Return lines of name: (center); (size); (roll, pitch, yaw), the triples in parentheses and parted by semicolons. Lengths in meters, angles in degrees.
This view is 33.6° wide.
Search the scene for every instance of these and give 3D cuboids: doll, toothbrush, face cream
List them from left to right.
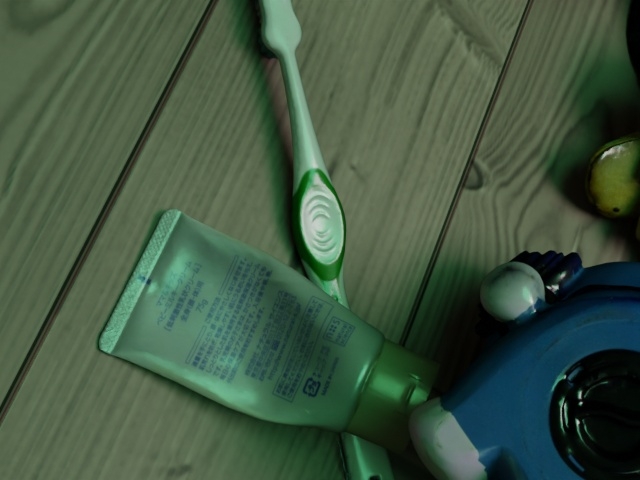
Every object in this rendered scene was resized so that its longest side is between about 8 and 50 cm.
face cream: (-0.032, 0.070, 0.744); (0.224, 0.070, 0.114); (24, 72, 3)
toothbrush: (0.001, -0.001, 0.794); (0.042, 0.040, 0.418); (-11, 83, -17)
doll: (0.210, 0.126, 0.732); (0.240, 0.310, 0.284); (-39, 71, 6)

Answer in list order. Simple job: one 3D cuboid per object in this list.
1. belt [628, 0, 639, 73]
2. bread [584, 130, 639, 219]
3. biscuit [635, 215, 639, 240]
belt: (0.378, -0.212, 0.996); (0.151, 0.078, 0.198); (33, 66, -13)
bread: (0.296, -0.099, 0.914); (0.187, 0.065, 0.149); (-23, 127, -11)
biscuit: (0.344, -0.045, 0.903); (0.212, 0.041, 0.239); (-31, 121, -4)
